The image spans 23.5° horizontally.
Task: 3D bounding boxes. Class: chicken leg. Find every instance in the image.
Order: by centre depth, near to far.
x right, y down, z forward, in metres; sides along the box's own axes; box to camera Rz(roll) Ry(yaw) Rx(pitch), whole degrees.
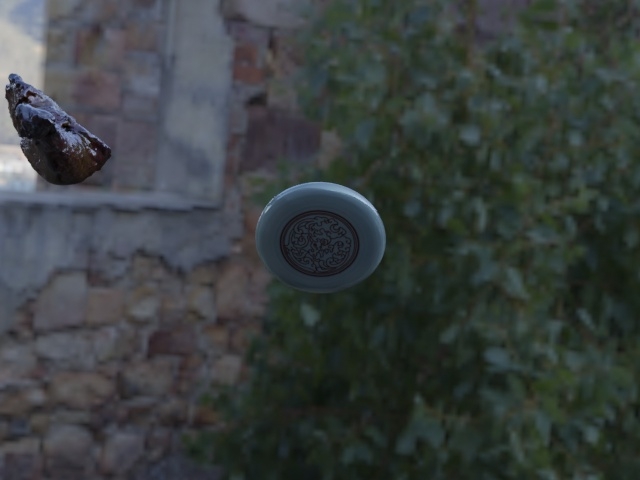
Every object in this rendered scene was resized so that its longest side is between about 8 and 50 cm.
[{"bbox_3d":[-0.135,-0.054,0.769,0.037,0.062,0.145,-38,20,-4],"label":"chicken leg"}]

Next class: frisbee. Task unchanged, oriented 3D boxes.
[{"bbox_3d":[0.000,0.000,1.285,0.110,0.110,0.014,5,34,1],"label":"frisbee"}]
